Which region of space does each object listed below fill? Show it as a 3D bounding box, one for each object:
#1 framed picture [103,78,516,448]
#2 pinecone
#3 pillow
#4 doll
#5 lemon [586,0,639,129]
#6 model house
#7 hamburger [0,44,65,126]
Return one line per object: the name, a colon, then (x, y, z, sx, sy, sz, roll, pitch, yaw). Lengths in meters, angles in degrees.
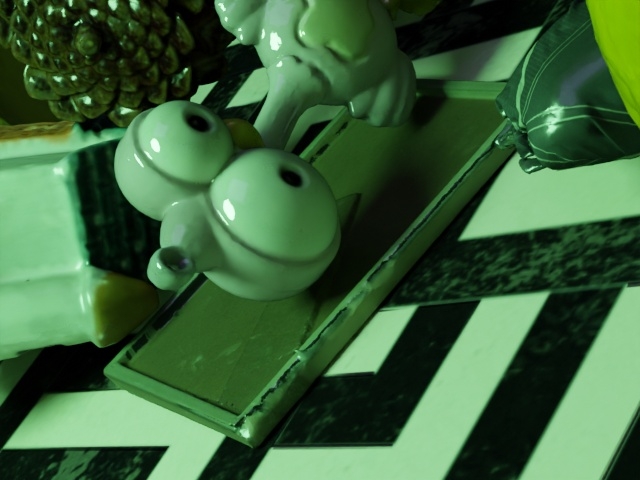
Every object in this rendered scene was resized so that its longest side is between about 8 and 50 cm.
framed picture: (0.000, 0.000, 1.188, 0.315, 0.024, 0.232, -47, 25, -16)
pinecone: (-0.142, -0.191, 1.281, 0.207, 0.208, 0.208, -33, 25, 18)
pillow: (0.243, -0.151, 1.000, 0.335, 0.092, 0.161, -38, 20, 4)
doll: (-0.028, -0.087, 1.163, 0.094, 0.160, 0.365, -49, 9, 45)
lemon: (0.263, -0.139, 0.665, 0.348, 0.348, 0.348, -33, 25, 18)
model house: (-0.187, -0.001, 1.329, 0.301, 0.190, 0.271, -9, 10, 1)
hamburger: (-0.445, -0.167, 1.678, 0.277, 0.396, 0.396, -34, 25, 14)
